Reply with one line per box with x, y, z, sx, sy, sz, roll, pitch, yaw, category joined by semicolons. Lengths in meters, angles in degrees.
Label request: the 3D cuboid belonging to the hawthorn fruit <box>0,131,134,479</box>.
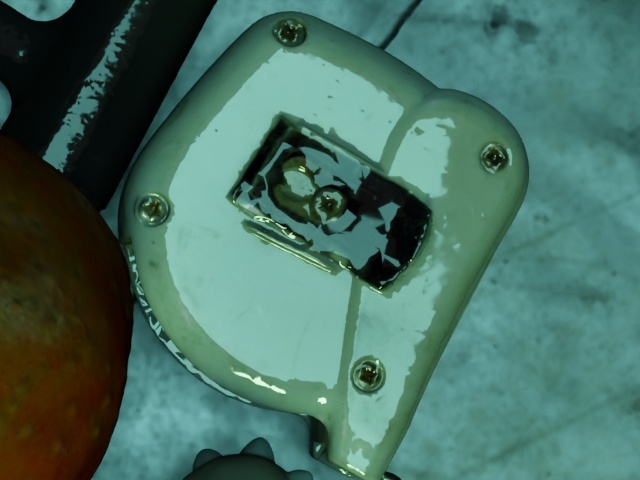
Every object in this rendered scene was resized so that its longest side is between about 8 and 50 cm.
-0.235;0.064;1.112;0.300;0.275;0.275;38;78;-36;hawthorn fruit

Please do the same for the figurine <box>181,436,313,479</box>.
-0.074;0.316;1.133;0.248;0.203;0.380;-18;67;-7;figurine

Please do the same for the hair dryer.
-0.214;-0.148;1.234;0.251;0.089;0.197;29;81;-1;hair dryer

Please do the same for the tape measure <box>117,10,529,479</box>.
0.000;0.000;1.236;0.265;0.130;0.258;28;83;-7;tape measure
